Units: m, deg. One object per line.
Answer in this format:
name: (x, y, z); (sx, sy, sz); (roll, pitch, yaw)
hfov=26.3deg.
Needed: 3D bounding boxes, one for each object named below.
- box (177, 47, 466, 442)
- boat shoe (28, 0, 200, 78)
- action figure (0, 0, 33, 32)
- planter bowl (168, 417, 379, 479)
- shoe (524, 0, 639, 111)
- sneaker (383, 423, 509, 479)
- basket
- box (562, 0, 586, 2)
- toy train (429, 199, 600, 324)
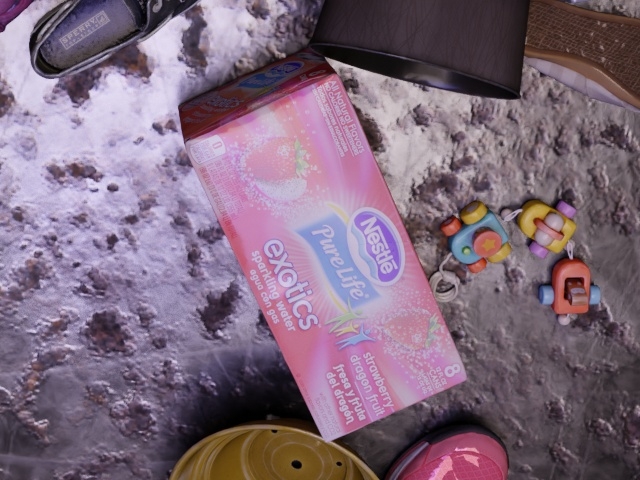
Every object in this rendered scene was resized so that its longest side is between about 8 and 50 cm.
box: (0.000, 0.000, 1.202); (0.142, 0.154, 0.300); (-24, 108, 1)
boat shoe: (-0.152, -0.207, 1.160); (0.219, 0.070, 0.078); (-37, 108, 5)
action figure: (-0.221, -0.272, 1.092); (0.370, 0.248, 0.275); (-45, 130, 6)
planter bowl: (-0.029, 0.235, 1.290); (0.217, 0.090, 0.217); (5, 120, 9)
shoe: (0.251, -0.169, 1.237); (0.219, 0.058, 0.077); (20, 86, -16)
sneaker: (0.088, 0.324, 1.323); (0.116, 0.136, 0.314); (32, 101, -17)
basket: (0.102, -0.245, 1.116); (0.204, 0.154, 0.227); (11, 92, -45)
box: (0.247, -0.287, 1.090); (0.290, 0.087, 0.169); (-17, 114, -47)
toy train: (0.190, 0.024, 1.289); (0.166, 0.046, 0.125); (3, 107, -9)
